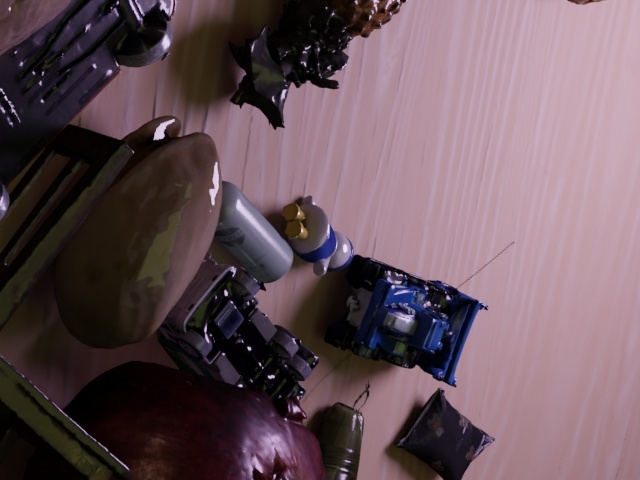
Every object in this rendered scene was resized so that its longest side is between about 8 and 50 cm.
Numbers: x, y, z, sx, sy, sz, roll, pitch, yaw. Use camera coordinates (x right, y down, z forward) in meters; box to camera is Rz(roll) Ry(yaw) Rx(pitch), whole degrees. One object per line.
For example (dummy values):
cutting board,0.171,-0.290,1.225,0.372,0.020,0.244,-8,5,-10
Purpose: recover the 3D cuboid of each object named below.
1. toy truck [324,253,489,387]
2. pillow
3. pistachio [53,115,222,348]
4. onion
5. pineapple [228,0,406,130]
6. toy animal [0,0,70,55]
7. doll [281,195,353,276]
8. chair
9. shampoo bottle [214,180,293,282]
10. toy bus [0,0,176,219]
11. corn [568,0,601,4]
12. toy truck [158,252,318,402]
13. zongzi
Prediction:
toy truck,0.112,0.098,2.216,0.208,0.126,0.113,16,95,-52
pillow,0.161,0.256,2.409,0.150,0.048,0.090,41,67,-45
pistachio,-0.181,-0.008,1.818,0.238,0.138,0.153,-62,152,-7
onion,-0.153,0.294,1.864,0.341,0.341,0.341,-24,124,-40
pineapple,-0.006,-0.222,1.954,0.237,0.119,0.111,-51,-177,-13
toy animal,-0.342,-0.225,1.472,0.358,0.226,0.188,-23,142,-36
doll,0.000,0.000,2.090,0.143,0.058,0.098,36,39,-59
chair,-0.282,0.125,1.686,0.416,0.203,0.240,-50,124,-14
shampoo bottle,-0.096,-0.025,1.977,0.056,0.056,0.195,-57,139,-13
toy bus,-0.278,-0.157,1.627,0.329,0.153,0.143,-48,143,-20
corn,0.382,-0.350,2.344,0.253,0.086,0.086,-26,126,-39
toy truck,-0.095,0.118,1.992,0.114,0.124,0.253,-52,137,-19
zongzi,0.028,0.248,2.270,0.130,0.062,0.154,58,45,-68
